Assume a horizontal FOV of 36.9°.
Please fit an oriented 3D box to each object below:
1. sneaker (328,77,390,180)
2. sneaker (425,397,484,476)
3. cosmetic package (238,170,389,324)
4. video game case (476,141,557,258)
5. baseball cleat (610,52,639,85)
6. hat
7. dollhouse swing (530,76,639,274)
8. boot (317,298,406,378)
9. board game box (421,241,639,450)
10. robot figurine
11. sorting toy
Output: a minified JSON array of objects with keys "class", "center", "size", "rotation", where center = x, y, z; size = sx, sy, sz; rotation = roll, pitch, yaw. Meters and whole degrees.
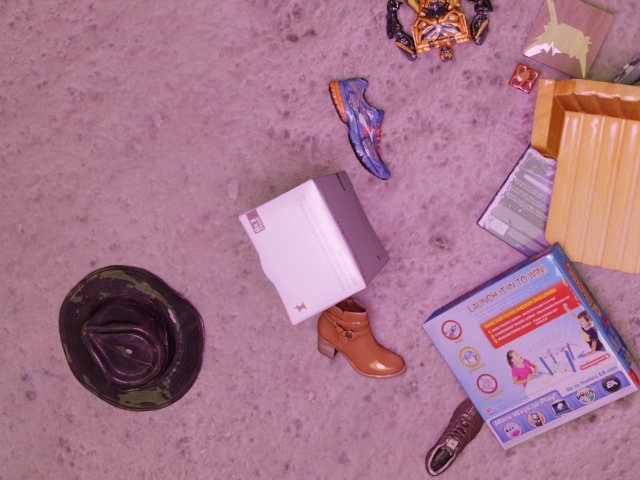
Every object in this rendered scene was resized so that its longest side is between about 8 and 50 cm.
[{"class":"sneaker","center":[0.093,-0.224,1.904],"size":[0.087,0.083,0.221],"rotation":[-23,96,2]},{"class":"sneaker","center":[0.279,0.405,1.954],"size":[0.066,0.071,0.188],"rotation":[32,100,3]},{"class":"cosmetic package","center":[0.000,0.000,1.786],"size":[0.156,0.385,0.217],"rotation":[-27,93,10]},{"class":"video game case","center":[0.465,-0.094,1.892],"size":[0.196,0.026,0.274],"rotation":[33,99,3]},{"class":"baseball cleat","center":[0.657,-0.336,1.813],"size":[0.206,0.072,0.109],"rotation":[-42,96,14]},{"class":"hat","center":[-0.413,0.219,2.000],"size":[0.331,0.134,0.331],"rotation":[1,98,8]},{"class":"dollhouse swing","center":[0.547,-0.096,1.699],"size":[0.346,0.315,0.305],"rotation":[13,93,20]},{"class":"boot","center":[0.086,0.192,1.923],"size":[0.197,0.073,0.152],"rotation":[16,131,9]},{"class":"board game box","center":[0.407,0.209,1.858],"size":[0.308,0.086,0.302],"rotation":[-33,91,29]},{"class":"robot figurine","center":[0.213,-0.489,1.848],"size":[0.211,0.085,0.291],"rotation":[-12,95,14]},{"class":"sorting toy","center":[0.468,-0.385,1.845],"size":[0.132,0.046,0.275],"rotation":[24,99,4]}]
